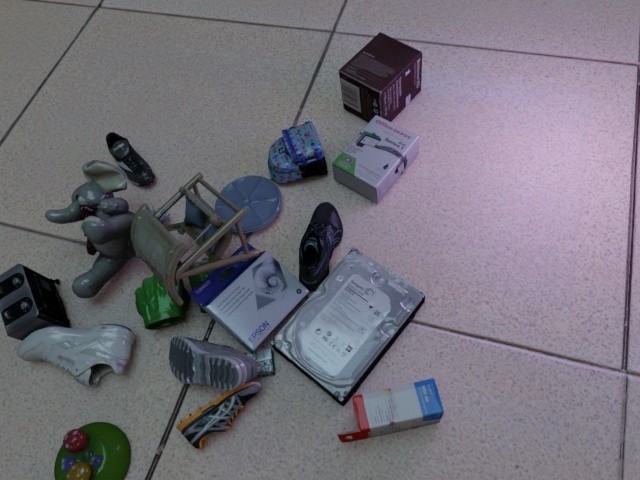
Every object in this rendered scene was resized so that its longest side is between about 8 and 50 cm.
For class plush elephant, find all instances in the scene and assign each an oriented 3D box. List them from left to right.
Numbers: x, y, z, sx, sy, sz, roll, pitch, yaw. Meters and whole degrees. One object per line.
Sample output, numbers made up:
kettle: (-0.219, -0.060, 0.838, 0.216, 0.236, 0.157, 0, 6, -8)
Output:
plush elephant: (-0.619, -0.063, 1.473, 0.255, 0.272, 0.330, 32, 41, 9)

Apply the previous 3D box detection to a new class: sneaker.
sneaker: (-0.634, 0.295, 1.352, 0.305, 0.114, 0.152, -6, 59, 5)
sneaker: (-0.607, -0.259, 1.662, 0.078, 0.106, 0.234, -39, 63, -12)
sneaker: (-0.265, 0.303, 1.301, 0.281, 0.115, 0.105, 11, 94, 37)
sneaker: (-0.229, 0.408, 1.258, 0.215, 0.084, 0.083, -32, 77, -7)
sneaker: (0.000, 0.000, 1.431, 0.101, 0.106, 0.267, 3, 60, 12)

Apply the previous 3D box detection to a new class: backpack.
backpack: (-0.080, -0.257, 1.579, 0.173, 0.117, 0.158, -16, 59, 3)

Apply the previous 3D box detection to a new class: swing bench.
swing bench: (-0.338, -0.012, 1.360, 0.255, 0.165, 0.253, -32, 44, -23)

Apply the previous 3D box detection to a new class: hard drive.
hard drive: (0.071, 0.205, 1.330, 0.237, 0.064, 0.339, 35, 70, 23)

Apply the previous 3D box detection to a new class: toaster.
toaster: (-0.768, 0.172, 1.416, 0.110, 0.185, 0.168, -29, 69, -5)

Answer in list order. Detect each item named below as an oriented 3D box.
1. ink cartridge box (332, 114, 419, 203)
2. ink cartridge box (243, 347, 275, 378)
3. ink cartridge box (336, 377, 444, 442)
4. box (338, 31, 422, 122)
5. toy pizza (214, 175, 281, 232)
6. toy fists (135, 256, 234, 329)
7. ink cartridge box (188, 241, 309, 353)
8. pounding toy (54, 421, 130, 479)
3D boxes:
ink cartridge box: (0.163, -0.240, 1.545, 0.160, 0.092, 0.219, 32, 70, 22)
ink cartridge box: (-0.174, 0.312, 1.324, 0.115, 0.029, 0.063, -11, 60, 2)
ink cartridge box: (0.147, 0.381, 1.178, 0.231, 0.134, 0.078, -12, 61, 1)
box: (0.187, -0.491, 1.638, 0.167, 0.168, 0.203, 36, 72, 25)
toy pizza: (-0.211, -0.105, 1.561, 0.201, 0.032, 0.201, -4, 59, 7)
toy fists: (-0.351, 0.135, 1.414, 0.279, 0.096, 0.142, -16, 69, -4)
ink cartridge box: (-0.179, 0.133, 1.355, 0.224, 0.045, 0.223, 41, 61, 6)
pounding toy: (-0.566, 0.525, 1.218, 0.183, 0.110, 0.237, 35, 71, 24)
